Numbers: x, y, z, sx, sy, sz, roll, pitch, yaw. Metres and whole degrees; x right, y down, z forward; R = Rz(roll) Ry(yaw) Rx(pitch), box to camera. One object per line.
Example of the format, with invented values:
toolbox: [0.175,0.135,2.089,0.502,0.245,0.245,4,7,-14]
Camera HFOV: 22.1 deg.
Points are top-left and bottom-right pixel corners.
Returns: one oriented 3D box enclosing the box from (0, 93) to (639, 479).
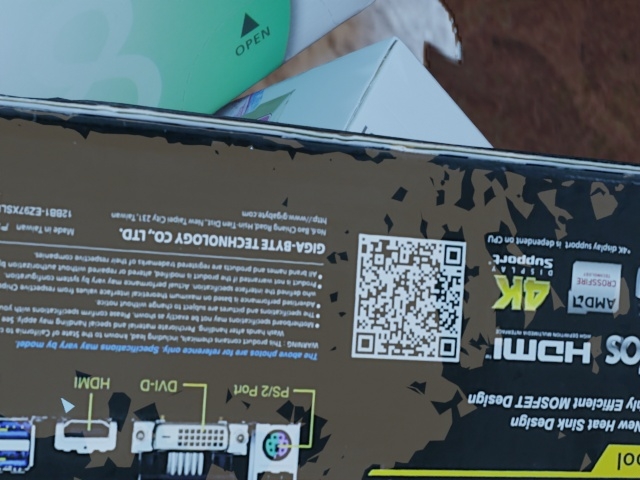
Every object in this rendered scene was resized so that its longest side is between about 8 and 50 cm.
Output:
box: [-0.063,0.098,0.355,0.322,0.079,0.257,4,91,-25]

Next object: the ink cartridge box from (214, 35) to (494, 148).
ink cartridge box: [0.000,0.000,0.498,0.088,0.122,0.052,46,53,-25]

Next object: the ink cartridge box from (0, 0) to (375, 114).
ink cartridge box: [-0.049,-0.131,0.423,0.181,0.056,0.224,-37,143,-20]
